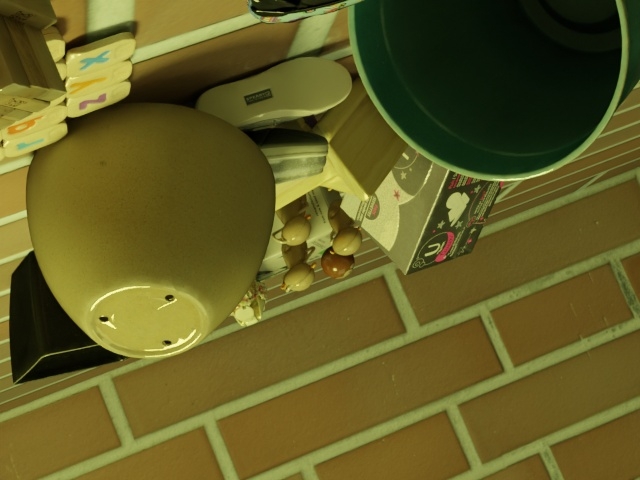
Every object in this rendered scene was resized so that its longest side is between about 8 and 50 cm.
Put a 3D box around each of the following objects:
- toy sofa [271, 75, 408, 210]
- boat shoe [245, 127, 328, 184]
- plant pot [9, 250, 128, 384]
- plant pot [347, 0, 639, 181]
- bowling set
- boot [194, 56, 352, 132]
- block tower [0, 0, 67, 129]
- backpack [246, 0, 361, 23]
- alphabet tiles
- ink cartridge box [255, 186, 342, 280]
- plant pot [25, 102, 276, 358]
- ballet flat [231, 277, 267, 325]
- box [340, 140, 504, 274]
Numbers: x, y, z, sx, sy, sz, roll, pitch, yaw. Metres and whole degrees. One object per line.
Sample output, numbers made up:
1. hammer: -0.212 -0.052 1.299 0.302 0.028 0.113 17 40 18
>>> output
1. toy sofa: -0.079 -0.090 1.738 0.362 0.177 0.150 -30 -166 38
2. boat shoe: -0.143 -0.065 1.559 0.320 0.103 0.118 -13 -163 0
3. plant pot: -0.373 0.101 1.949 0.187 0.167 0.188 -10 166 -30
4. plant pot: 0.205 -0.228 1.222 0.271 0.272 0.255 -30 -176 41
5. bowling set: 0.000 0.000 1.958 0.287 0.200 0.154 -41 -154 16
6. boot: -0.061 -0.166 1.520 0.190 0.069 0.086 -12 176 -13
7. block tower: -0.365 -0.096 1.040 0.335 0.097 0.091 -26 172 15
8. backpack: 0.011 -0.245 1.002 0.173 0.117 0.158 -23 172 -3
9. alphabet tiles: -0.311 -0.126 1.231 0.278 0.021 0.284 -23 172 -15
10. ink cartridge box: -0.103 -0.005 2.171 0.289 0.121 0.211 -24 171 9
11. plant pot: -0.186 0.016 1.419 0.284 0.191 0.284 -3 139 -3
12. ballet flat: -0.129 0.099 2.089 0.091 0.077 0.241 -23 168 4
13. box: 0.152 -0.105 1.786 0.142 0.163 0.247 -16 140 -38
